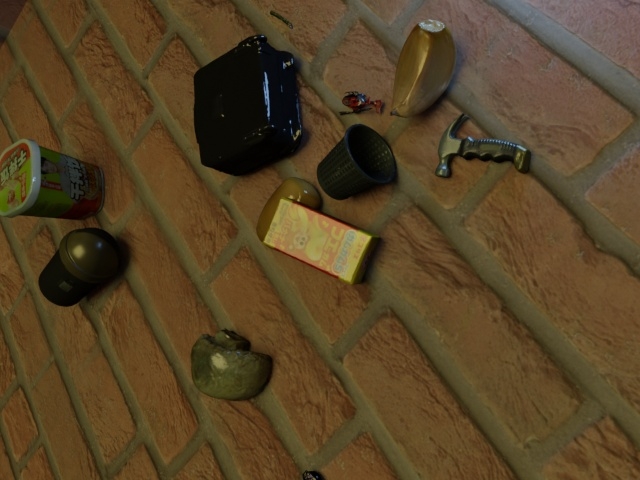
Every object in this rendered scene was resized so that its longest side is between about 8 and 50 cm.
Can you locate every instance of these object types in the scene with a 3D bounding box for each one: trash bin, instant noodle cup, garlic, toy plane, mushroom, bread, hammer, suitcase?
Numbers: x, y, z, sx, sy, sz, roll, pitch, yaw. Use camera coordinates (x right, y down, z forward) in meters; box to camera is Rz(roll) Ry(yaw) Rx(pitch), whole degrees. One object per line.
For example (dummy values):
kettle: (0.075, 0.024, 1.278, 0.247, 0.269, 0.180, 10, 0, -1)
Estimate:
trash bin: (-0.840, 0.081, 2.350, 0.334, 0.214, 0.214, -40, 60, 35)
instant noodle cup: (-0.983, -0.202, 2.442, 0.294, 0.308, 0.293, -7, 79, 37)
trash bin: (0.081, -0.191, 1.726, 0.161, 0.176, 0.175, -32, 63, 43)
garlic: (0.242, -0.414, 1.631, 0.146, 0.164, 0.244, 25, 103, 21)
toy plane: (0.107, -0.372, 1.806, 0.145, 0.037, 0.060, 9, 92, 40)
mushroom: (-0.292, 0.363, 1.902, 0.267, 0.164, 0.189, 24, 96, 38)
bread: (-0.100, -0.075, 1.876, 0.147, 0.098, 0.217, 40, 108, 31)
hammer: (0.383, -0.212, 1.563, 0.227, 0.041, 0.158, 16, 94, 39)
suitcase: (-0.228, -0.389, 1.971, 0.340, 0.188, 0.345, -17, 74, 33)

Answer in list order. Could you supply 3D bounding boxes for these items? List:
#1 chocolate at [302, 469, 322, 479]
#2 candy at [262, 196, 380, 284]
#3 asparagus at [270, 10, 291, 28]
chocolate: (-0.030, 0.673, 1.712, 0.072, 0.070, 0.147, 15, 92, 10)
candy: (0.000, 0.000, 1.740, 0.276, 0.088, 0.146, 26, 97, 18)
asparagus: (-0.120, -0.682, 2.050, 0.114, 0.014, 0.015, 44, 142, 35)
